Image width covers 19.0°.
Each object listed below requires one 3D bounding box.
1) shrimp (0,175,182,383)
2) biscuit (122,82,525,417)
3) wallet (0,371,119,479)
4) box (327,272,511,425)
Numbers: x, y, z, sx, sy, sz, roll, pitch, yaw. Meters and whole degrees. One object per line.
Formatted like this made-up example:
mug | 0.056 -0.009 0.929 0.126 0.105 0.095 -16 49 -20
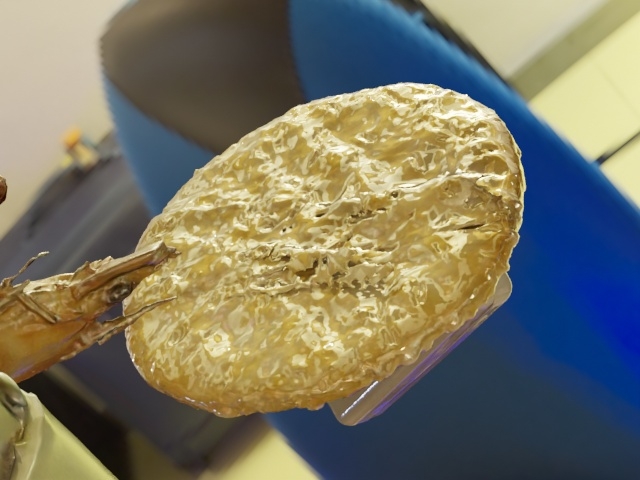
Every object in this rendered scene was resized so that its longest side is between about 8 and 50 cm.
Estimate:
shrimp | -0.136 0.012 0.724 0.162 0.095 0.045 -20 -10 2
biscuit | -0.001 -0.001 0.910 0.220 0.033 0.220 -19 37 15
wallet | -0.108 0.141 0.407 0.077 0.309 0.223 6 59 37
box | 0.068 0.065 1.651 0.055 0.103 0.244 -16 -21 -38
